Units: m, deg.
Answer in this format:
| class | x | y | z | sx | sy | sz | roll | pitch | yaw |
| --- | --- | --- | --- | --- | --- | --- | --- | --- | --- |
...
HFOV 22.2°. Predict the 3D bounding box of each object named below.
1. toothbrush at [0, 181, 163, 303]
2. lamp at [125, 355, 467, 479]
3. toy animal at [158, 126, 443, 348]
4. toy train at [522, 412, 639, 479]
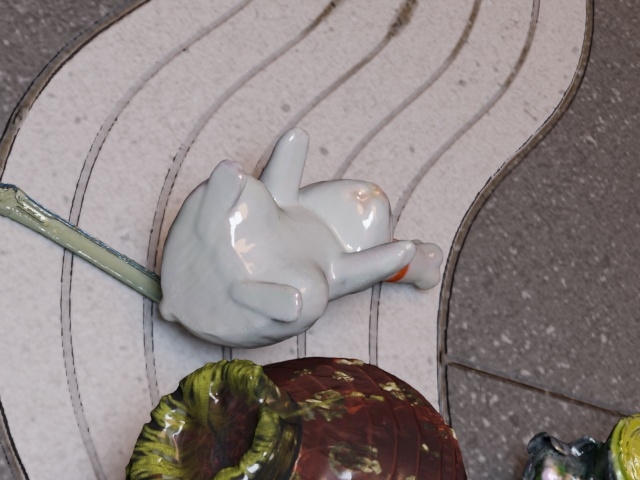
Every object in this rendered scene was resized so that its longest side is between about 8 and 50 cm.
| class | x | y | z | sx | sy | sz | roll | pitch | yaw |
| --- | --- | --- | --- | --- | --- | --- | --- | --- | --- |
| toothbrush | -0.206 | -0.016 | 1.220 | 0.294 | 0.028 | 0.026 | 36 | 48 | -16 |
| lamp | -0.018 | 0.182 | 1.081 | 0.247 | 0.247 | 0.247 | 16 | 55 | -24 |
| toy animal | 0.002 | -0.006 | 1.265 | 0.282 | 0.138 | 0.140 | -21 | 69 | -45 |
| toy train | 0.267 | 0.253 | 1.288 | 0.261 | 0.134 | 0.177 | 29 | 51 | -15 |
